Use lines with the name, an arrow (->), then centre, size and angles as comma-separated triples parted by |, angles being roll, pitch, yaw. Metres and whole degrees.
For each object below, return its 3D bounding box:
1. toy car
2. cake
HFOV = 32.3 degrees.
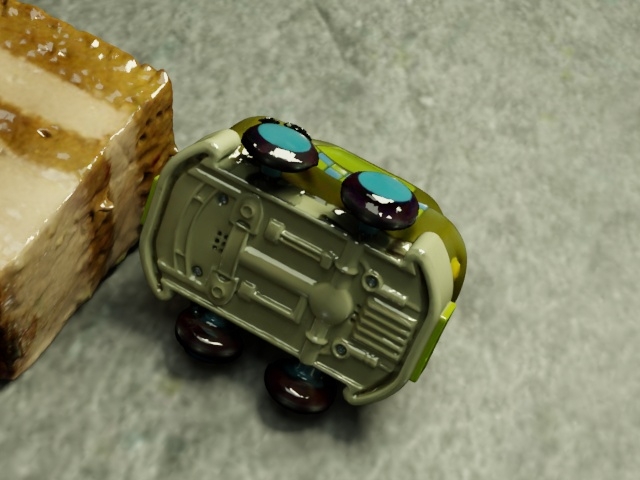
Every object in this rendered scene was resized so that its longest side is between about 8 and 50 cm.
toy car -> 0.000, 0.000, 0.901 | 0.248, 0.204, 0.198 | 27, 28, 10
cake -> -0.259, -0.018, 0.842 | 0.196, 0.198, 0.293 | 28, 56, 5
